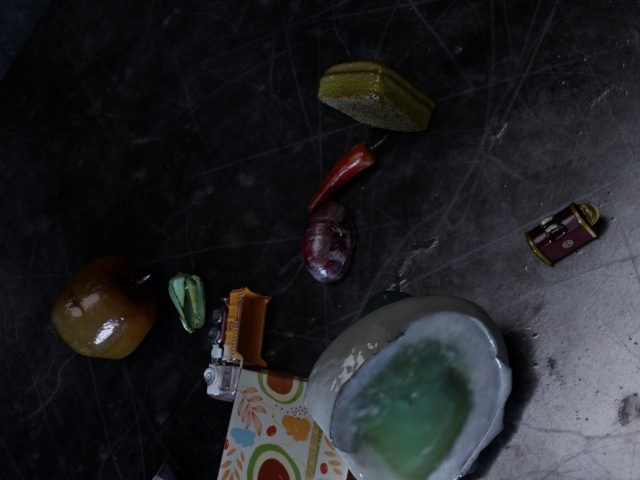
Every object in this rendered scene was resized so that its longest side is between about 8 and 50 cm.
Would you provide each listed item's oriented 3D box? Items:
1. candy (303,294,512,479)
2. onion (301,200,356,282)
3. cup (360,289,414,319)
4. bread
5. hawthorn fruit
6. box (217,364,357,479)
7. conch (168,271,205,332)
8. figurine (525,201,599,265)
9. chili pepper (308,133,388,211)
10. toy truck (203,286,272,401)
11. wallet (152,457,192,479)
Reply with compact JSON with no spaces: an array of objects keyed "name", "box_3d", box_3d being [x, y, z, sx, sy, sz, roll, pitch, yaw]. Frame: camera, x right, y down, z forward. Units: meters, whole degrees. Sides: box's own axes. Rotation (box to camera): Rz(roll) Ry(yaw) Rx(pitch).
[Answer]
[{"name":"candy","box_3d":[0.183,0.296,1.631,0.427,0.386,0.186,-46,16,4]},{"name":"onion","box_3d":[0.000,0.000,1.980,0.151,0.098,0.205,-15,67,29]},{"name":"cup","box_3d":[0.158,0.182,1.774,0.199,0.199,0.150,-46,34,14]},{"name":"bread","box_3d":[0.135,-0.340,1.915,0.184,0.234,0.110,8,82,38]},{"name":"hawthorn fruit","box_3d":[-0.571,0.169,2.230,0.301,0.268,0.267,-41,55,6]},{"name":"box","box_3d":[-0.052,0.497,1.833,0.345,0.122,0.385,4,77,36]},{"name":"conch","box_3d":[-0.346,0.159,2.193,0.106,0.079,0.170,-29,75,31]},{"name":"figurine","box_3d":[0.487,-0.030,1.647,0.154,0.098,0.082,-37,53,23]},{"name":"chili pepper","box_3d":[0.063,-0.172,2.012,0.272,0.071,0.063,-43,88,18]},{"name":"toy truck","box_3d":[-0.201,0.261,2.031,0.135,0.114,0.270,-9,67,38]},{"name":"wallet","box_3d":[-0.367,0.708,2.030,0.262,0.071,0.220,41,104,40]}]
